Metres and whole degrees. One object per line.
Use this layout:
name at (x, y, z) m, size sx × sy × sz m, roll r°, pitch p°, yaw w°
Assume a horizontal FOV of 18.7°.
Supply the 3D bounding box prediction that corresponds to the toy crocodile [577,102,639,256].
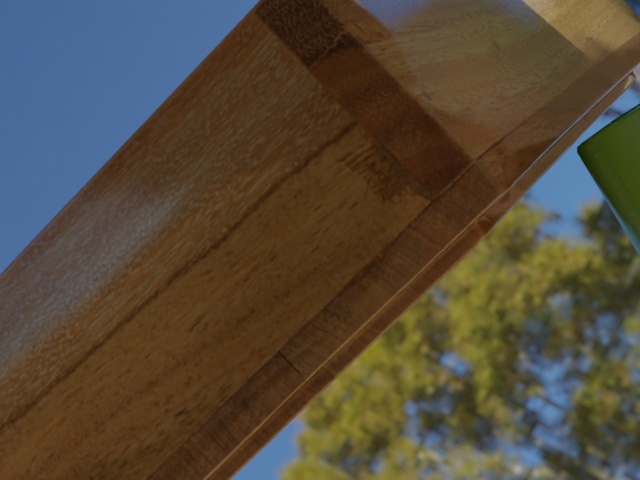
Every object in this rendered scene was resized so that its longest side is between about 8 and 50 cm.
toy crocodile at (0.230, -0.074, 0.488) m, size 0.105 × 0.340 × 0.115 m, roll 6°, pitch -113°, yaw -72°

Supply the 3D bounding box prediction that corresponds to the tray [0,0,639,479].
tray at (0.000, 0.000, 0.630) m, size 0.203 × 0.076 × 0.411 m, roll -45°, pitch -2°, yaw 17°
